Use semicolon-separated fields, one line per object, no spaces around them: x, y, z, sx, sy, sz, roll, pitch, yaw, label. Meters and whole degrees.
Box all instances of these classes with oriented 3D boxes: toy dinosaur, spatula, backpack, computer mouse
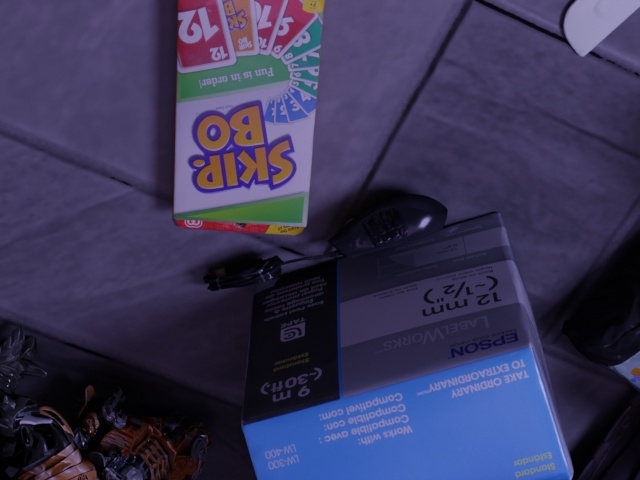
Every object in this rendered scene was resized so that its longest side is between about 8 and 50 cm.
-0.252;0.206;1.297;0.322;0.218;0.164;10;112;-56;toy dinosaur
0.249;-0.281;1.138;0.168;0.019;0.242;38;113;-20;spatula
0.341;0.099;1.313;0.182;0.115;0.152;35;111;-23;backpack
0.000;0.000;1.282;0.242;0.071;0.041;-16;98;13;computer mouse

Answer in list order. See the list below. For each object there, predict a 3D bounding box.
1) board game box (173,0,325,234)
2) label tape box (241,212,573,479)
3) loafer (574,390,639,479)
-0.066;-0.113;1.226;0.124;0.039;0.259;3;124;-2;board game box
0.068;0.128;1.188;0.249;0.348;0.115;-16;115;9;label tape box
0.293;0.275;1.446;0.109;0.095;0.303;3;131;-38;loafer
